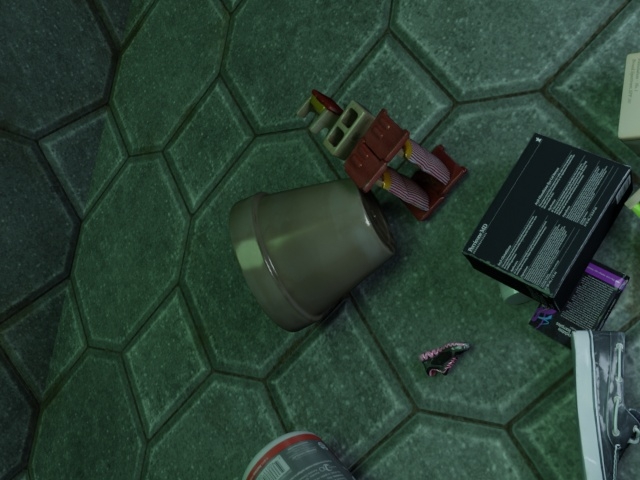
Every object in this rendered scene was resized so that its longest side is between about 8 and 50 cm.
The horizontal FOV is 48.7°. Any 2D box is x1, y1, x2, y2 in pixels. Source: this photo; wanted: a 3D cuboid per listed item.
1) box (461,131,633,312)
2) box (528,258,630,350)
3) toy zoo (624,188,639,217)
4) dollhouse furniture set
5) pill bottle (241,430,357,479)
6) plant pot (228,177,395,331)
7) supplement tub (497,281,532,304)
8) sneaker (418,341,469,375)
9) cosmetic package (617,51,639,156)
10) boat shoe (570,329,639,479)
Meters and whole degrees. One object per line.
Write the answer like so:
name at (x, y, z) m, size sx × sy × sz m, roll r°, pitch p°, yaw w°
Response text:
box at (0.402, -0.035, 1.253) m, size 0.184 × 0.103 × 0.261 m, roll 30°, pitch 84°, yaw 31°
box at (0.458, 0.110, 1.259) m, size 0.116 × 0.029 × 0.162 m, roll 34°, pitch 99°, yaw 44°
toy zoo at (0.635, -0.019, 1.063) m, size 0.293 × 0.030 × 0.192 m, roll 53°, pitch 129°, yaw 22°
dollhouse furniture set at (0.125, -0.225, 1.574) m, size 0.152 × 0.201 × 0.374 m, roll -53°, pitch 41°, yaw 17°
pill bottle at (0.014, 0.568, 1.398) m, size 0.363 × 0.210 × 0.210 m, roll 40°, pitch 104°, yaw 43°
plant pot at (0.000, 0.000, 1.563) m, size 0.280 × 0.323 × 0.323 m, roll -26°, pitch 58°, yaw 16°
supplement tub at (0.365, 0.059, 1.334) m, size 0.071 × 0.071 × 0.107 m, roll -31°, pitch 57°, yaw 33°
sneaker at (0.251, 0.237, 1.405) m, size 0.119 × 0.047 × 0.057 m, roll -32°, pitch 63°, yaw 40°
cosmetic package at (0.656, -0.230, 1.128) m, size 0.309 × 0.113 × 0.160 m, roll 0°, pitch 77°, yaw 44°
boat shoe at (0.469, 0.294, 1.142) m, size 0.102 × 0.108 × 0.302 m, roll -3°, pitch 70°, yaw 17°
